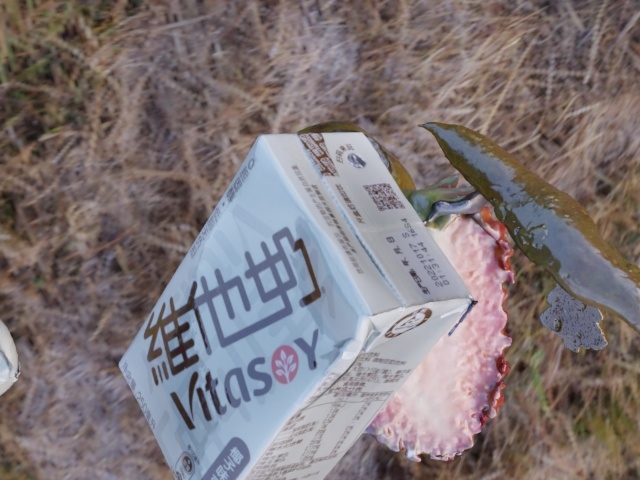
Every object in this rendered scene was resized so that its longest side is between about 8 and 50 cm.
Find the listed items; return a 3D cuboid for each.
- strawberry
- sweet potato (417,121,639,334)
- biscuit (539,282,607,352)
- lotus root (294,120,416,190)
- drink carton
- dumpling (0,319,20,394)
[{"bbox_3d":[0.079,0.077,1.392,0.233,0.137,0.306,-6,112,-7],"label":"strawberry"},{"bbox_3d":[0.182,-0.015,1.096,0.274,0.067,0.067,46,116,27],"label":"sweet potato"},{"bbox_3d":[0.355,0.092,1.837,0.119,0.019,0.130,25,123,44],"label":"biscuit"},{"bbox_3d":[0.000,0.000,1.669,0.250,0.250,0.346,33,150,9],"label":"lotus root"},{"bbox_3d":[-0.037,0.085,1.162,0.194,0.132,0.324,57,132,26],"label":"drink carton"},{"bbox_3d":[-0.425,0.147,1.589,0.127,0.188,0.108,-26,119,-6],"label":"dumpling"}]
